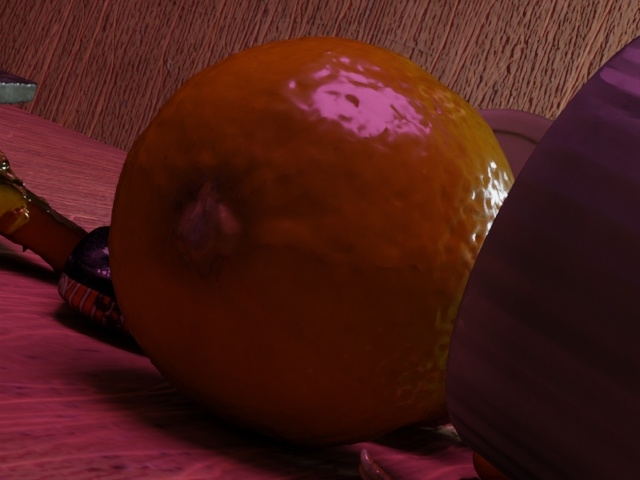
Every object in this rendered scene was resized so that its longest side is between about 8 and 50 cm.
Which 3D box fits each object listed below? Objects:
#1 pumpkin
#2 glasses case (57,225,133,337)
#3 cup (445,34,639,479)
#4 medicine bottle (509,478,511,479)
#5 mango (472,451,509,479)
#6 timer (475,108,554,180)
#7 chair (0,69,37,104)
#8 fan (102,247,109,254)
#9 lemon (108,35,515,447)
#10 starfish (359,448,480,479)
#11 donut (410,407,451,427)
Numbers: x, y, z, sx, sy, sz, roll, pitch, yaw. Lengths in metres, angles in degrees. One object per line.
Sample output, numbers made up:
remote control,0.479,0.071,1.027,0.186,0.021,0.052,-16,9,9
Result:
pumpkin,-0.309,-0.049,1.496,0.258,0.095,0.290,34,2,-46
glasses case,-0.146,0.032,1.423,0.103,0.067,0.266,21,5,-2
cup,0.315,0.082,0.897,0.392,0.310,0.401,32,22,28
medicine bottle,0.238,0.160,1.137,0.144,0.144,0.252,19,2,-31
mango,0.165,0.168,1.319,0.114,0.057,0.079,11,11,-22
timer,0.213,0.056,1.950,0.291,0.291,0.315,24,-16,36
chair,-0.330,-0.070,1.255,0.136,0.147,0.270,20,6,15
fan,-0.011,0.048,1.364,0.329,0.009,0.191,18,23,-19
lemon,0.000,0.000,1.166,0.293,0.293,0.293,21,4,-1
starfish,0.102,0.161,0.952,0.208,0.053,0.176,25,-7,-17
donut,0.035,0.076,1.476,0.233,0.085,0.199,33,22,22
